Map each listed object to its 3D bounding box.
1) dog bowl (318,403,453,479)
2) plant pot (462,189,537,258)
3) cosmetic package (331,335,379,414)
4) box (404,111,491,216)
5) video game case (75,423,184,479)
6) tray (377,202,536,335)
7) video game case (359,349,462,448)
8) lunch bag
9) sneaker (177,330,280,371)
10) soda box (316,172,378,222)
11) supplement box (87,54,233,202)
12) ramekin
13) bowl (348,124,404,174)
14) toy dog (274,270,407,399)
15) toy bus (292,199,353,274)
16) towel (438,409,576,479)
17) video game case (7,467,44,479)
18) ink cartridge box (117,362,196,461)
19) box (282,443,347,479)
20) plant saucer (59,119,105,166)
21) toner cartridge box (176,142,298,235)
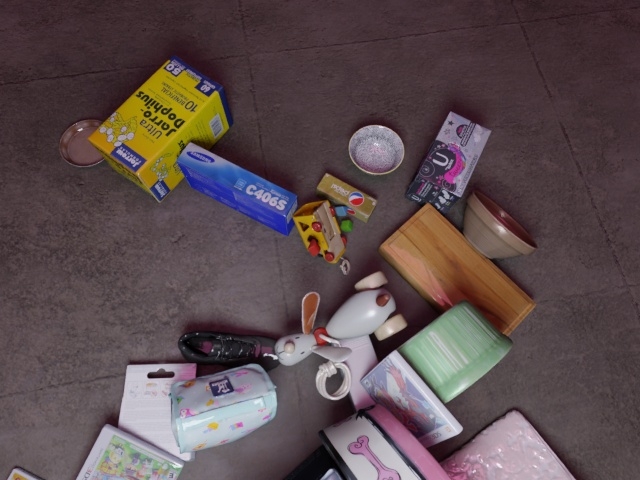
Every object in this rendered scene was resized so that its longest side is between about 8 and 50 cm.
[{"bbox_3d":[0.177,0.526,0.913,0.150,0.408,0.408,-37,76,-12],"label":"dog bowl"},{"bbox_3d":[0.487,-0.026,1.245,0.237,0.237,0.110,46,115,13],"label":"plant pot"},{"bbox_3d":[0.097,0.324,1.134,0.107,0.127,0.238,-20,75,-7],"label":"cosmetic package"},{"bbox_3d":[0.377,-0.228,1.308,0.142,0.163,0.247,27,72,6],"label":"box"},{"bbox_3d":[-0.463,0.572,1.041,0.212,0.023,0.193,27,90,-3],"label":"video game case"},{"bbox_3d":[0.381,0.104,1.245,0.203,0.076,0.411,-41,78,-14],"label":"tray"},{"bbox_3d":[0.189,0.358,0.960,0.023,0.183,0.201,-28,68,-35],"label":"video game case"},{"bbox_3d":[-0.229,0.386,1.005,0.223,0.262,0.160,-8,71,-22],"label":"lunch bag"},{"bbox_3d":[-0.233,0.288,1.134,0.286,0.130,0.109,3,69,-2],"label":"sneaker"},{"bbox_3d":[0.078,-0.128,1.321,0.181,0.058,0.061,29,73,8],"label":"soda box"},{"bbox_3d":[-0.458,-0.329,1.301,0.194,0.195,0.356,34,74,9],"label":"supplement box"},{"bbox_3d":[0.295,0.278,1.064,0.303,0.303,0.148,-34,73,-12],"label":"ramekin"},{"bbox_3d":[0.169,-0.265,1.358,0.170,0.080,0.170,1,72,-2],"label":"bowl"},{"bbox_3d":[0.057,0.198,1.025,0.220,0.161,0.334,41,77,14],"label":"toy dog"},{"bbox_3d":[-0.002,-0.013,1.248,0.104,0.191,0.202,-5,74,35],"label":"toy bus"},{"bbox_3d":[0.450,0.624,1.031,0.332,0.053,0.317,-29,53,-13],"label":"towel"},{"bbox_3d":[-0.691,0.694,1.038,0.227,0.026,0.206,22,72,7],"label":"video game case"},{"bbox_3d":[-0.412,0.442,1.122,0.189,0.066,0.232,-1,63,-2],"label":"ink cartridge box"},{"bbox_3d":[-0.028,0.619,0.888,0.293,0.395,0.212,-38,76,-13],"label":"box"},{"bbox_3d":[-0.728,-0.301,1.371,0.168,0.029,0.168,1,72,-2],"label":"plant saucer"},{"bbox_3d":[-0.232,-0.144,1.262,0.348,0.165,0.075,27,72,7],"label":"toner cartridge box"}]
